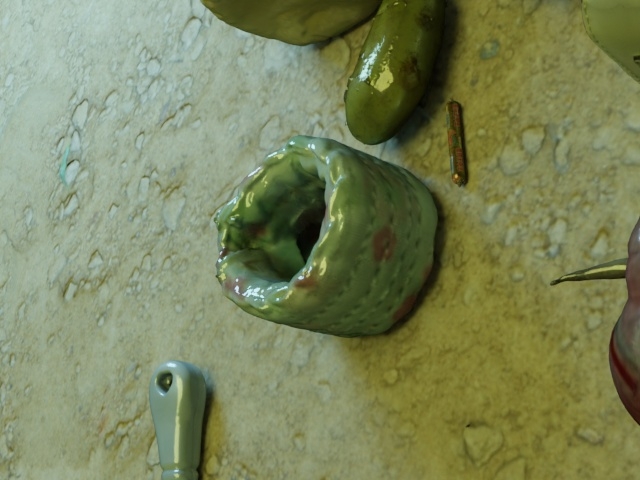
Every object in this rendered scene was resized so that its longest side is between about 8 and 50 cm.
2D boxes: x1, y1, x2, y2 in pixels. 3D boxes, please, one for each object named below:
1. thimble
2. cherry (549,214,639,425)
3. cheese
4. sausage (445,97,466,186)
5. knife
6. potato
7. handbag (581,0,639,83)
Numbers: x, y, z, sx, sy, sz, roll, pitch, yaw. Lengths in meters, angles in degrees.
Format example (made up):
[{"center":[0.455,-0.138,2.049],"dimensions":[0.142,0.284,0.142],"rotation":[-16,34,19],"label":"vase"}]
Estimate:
[{"center":[0.000,0.000,1.198],"dimensions":[0.211,0.149,0.186],"rotation":[-4,74,47],"label":"thimble"},{"center":[0.299,0.036,0.809],"dimensions":[0.285,0.213,0.236],"rotation":[3,102,24],"label":"cherry"},{"center":[-0.038,-0.305,1.320],"dimensions":[0.226,0.214,0.117],"rotation":[-23,62,32],"label":"cheese"},{"center":[0.134,-0.098,1.191],"dimensions":[0.015,0.015,0.100],"rotation":[-24,57,40],"label":"sausage"},{"center":[-0.146,0.294,1.325],"dimensions":[0.080,0.044,0.332],"rotation":[-20,66,33],"label":"knife"},{"center":[0.081,-0.189,1.239],"dimensions":[0.105,0.085,0.188],"rotation":[-8,63,69],"label":"potato"},{"center":[0.378,-0.147,0.777],"dimensions":[0.358,0.236,0.160],"rotation":[15,88,49],"label":"handbag"}]
